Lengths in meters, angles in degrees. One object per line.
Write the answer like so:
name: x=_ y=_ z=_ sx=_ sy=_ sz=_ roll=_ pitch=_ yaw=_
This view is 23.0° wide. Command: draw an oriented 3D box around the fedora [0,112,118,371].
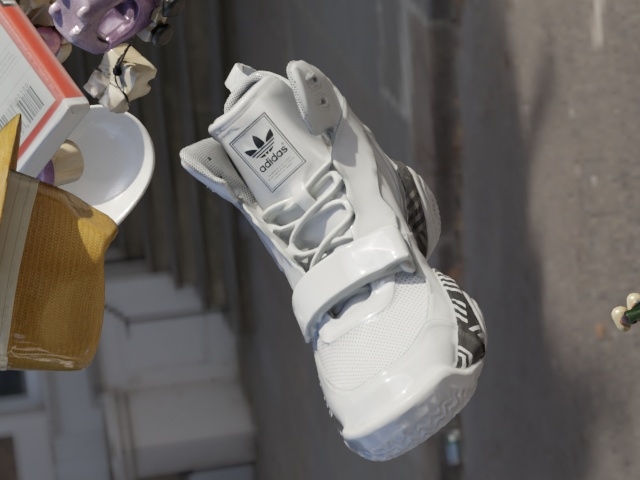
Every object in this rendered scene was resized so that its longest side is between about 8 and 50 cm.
fedora: x=-0.161 y=0.022 z=0.901 sx=0.194 sy=0.079 sz=0.194 roll=-170 pitch=90 yaw=-81

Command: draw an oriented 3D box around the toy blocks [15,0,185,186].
toy blocks: x=-0.342 y=-0.179 z=1.359 sx=0.309 sy=0.260 sz=0.289 roll=44 pitch=128 yaw=23

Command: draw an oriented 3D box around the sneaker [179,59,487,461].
sneaker: x=0.000 y=0.000 z=1.172 sx=0.210 sy=0.137 sz=0.366 roll=45 pitch=-162 yaw=-24

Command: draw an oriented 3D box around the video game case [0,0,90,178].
video game case: x=-0.294 y=-0.130 z=1.085 sx=0.204 sy=0.025 sz=0.285 roll=-46 pitch=72 yaw=30

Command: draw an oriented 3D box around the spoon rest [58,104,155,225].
spoon rest: x=-0.298 y=-0.038 z=2.026 sx=0.084 sy=0.137 sz=0.276 roll=-120 pitch=44 yaw=-78

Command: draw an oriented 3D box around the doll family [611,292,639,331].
doll family: x=0.347 y=0.037 z=1.354 sx=0.076 sy=0.193 sz=0.111 roll=53 pitch=162 yaw=4
